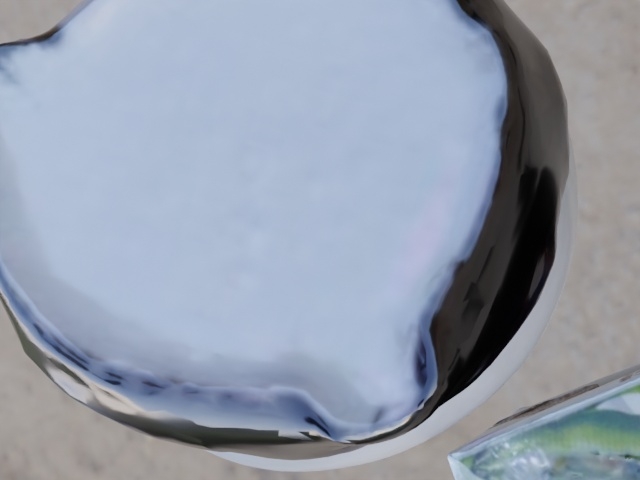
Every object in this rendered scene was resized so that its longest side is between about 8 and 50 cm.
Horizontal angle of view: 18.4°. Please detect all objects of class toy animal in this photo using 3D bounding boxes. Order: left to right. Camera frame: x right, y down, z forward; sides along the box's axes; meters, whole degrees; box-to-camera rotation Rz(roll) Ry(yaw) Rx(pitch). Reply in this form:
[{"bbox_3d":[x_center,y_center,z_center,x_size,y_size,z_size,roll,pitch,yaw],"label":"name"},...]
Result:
[{"bbox_3d":[-0.004,-0.008,0.661,0.165,0.187,0.235,65,-174,8],"label":"toy animal"}]

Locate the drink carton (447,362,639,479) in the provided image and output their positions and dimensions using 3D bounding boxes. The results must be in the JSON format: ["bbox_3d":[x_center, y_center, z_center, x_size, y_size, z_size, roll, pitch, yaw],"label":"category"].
[{"bbox_3d":[0.248,0.112,0.871,0.324,0.132,0.194,-26,84,22],"label":"drink carton"}]
